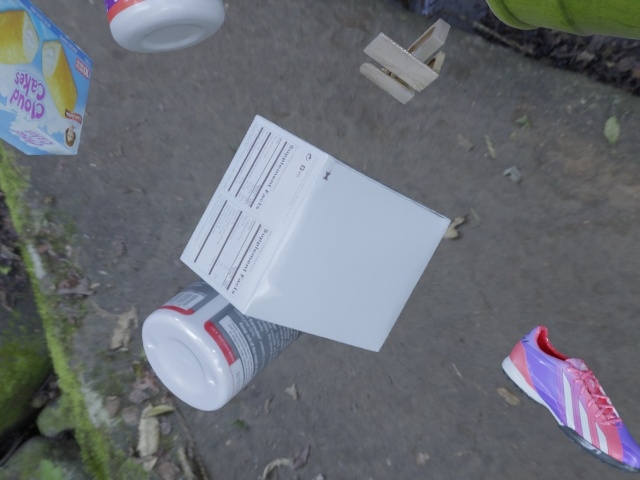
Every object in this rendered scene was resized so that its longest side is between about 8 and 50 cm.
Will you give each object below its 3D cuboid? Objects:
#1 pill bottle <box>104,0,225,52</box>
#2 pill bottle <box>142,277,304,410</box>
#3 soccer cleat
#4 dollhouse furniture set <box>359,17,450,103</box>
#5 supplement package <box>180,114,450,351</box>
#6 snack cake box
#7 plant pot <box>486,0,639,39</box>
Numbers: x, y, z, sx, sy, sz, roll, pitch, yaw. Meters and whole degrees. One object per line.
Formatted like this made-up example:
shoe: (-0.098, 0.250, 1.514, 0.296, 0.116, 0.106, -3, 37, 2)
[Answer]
pill bottle: (-0.269, -0.473, 1.312, 0.181, 0.181, 0.323, -14, 87, 0)
pill bottle: (-0.106, 0.102, 1.219, 0.161, 0.161, 0.283, 49, 49, 4)
soccer cleat: (0.468, 0.284, 1.513, 0.318, 0.108, 0.116, 44, 110, 41)
dollhouse furniture set: (0.139, -0.343, 1.483, 0.123, 0.144, 0.151, 32, 59, -16)
supplement package: (0.000, 0.000, 1.048, 0.145, 0.261, 0.204, 34, 97, 43)
snack cake box: (-0.413, -0.227, 1.125, 0.089, 0.264, 0.152, 2, 78, 11)
plant pot: (0.374, -0.311, 0.695, 0.352, 0.366, 0.367, 28, 86, 31)
